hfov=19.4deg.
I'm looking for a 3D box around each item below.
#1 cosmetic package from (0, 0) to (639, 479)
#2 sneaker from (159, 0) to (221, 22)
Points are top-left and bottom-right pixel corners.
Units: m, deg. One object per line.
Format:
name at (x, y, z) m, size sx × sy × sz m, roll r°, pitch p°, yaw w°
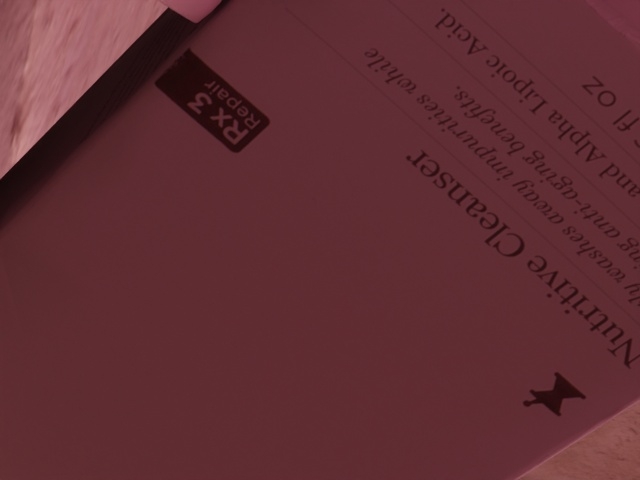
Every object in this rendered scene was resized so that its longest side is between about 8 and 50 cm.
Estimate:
cosmetic package at (0.000, 0.000, 0.753) m, size 0.385 × 0.217 × 0.156 m, roll -43°, pitch -166°, yaw 34°
sneaker at (-0.028, -0.197, 0.496) m, size 0.236 × 0.130 × 0.323 m, roll -56°, pitch 170°, yaw 1°
